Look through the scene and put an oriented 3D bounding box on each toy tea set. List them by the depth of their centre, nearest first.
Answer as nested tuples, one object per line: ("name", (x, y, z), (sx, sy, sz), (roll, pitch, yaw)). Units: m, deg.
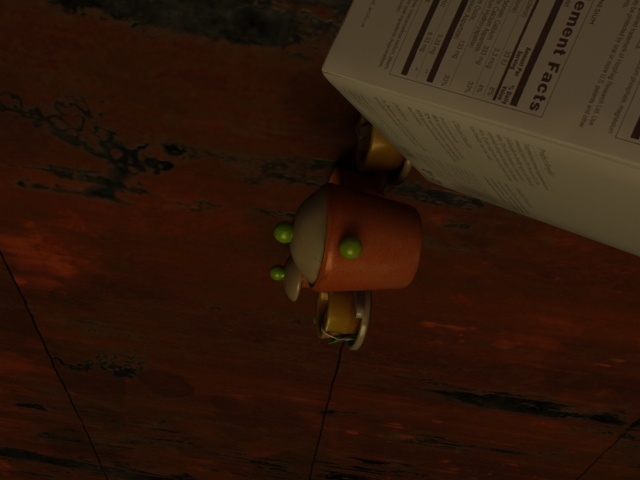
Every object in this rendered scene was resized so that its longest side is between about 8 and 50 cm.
("toy tea set", (0.000, 0.000, 0.734), (0.124, 0.200, 0.336), (7, 149, -11))

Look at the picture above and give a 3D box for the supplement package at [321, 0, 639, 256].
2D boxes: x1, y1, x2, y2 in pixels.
("supplement package", (0.185, -0.112, 0.420), (0.262, 0.198, 0.199), (24, 178, 30))
